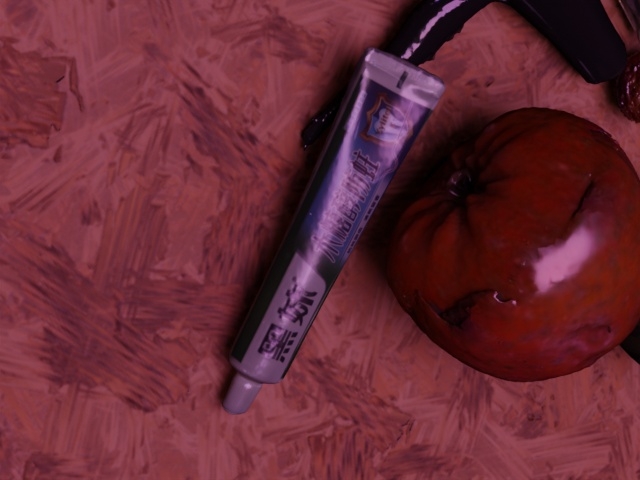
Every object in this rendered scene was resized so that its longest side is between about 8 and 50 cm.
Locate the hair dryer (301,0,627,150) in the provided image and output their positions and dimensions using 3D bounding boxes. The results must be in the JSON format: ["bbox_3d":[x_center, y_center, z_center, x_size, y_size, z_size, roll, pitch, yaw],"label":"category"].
[{"bbox_3d":[0.130,-0.194,1.798,0.359,0.120,0.304,-40,130,0],"label":"hair dryer"}]

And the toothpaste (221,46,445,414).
[{"bbox_3d":[0.000,0.000,1.760,0.098,0.061,0.392,23,99,-28],"label":"toothpaste"}]

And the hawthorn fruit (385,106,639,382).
[{"bbox_3d":[0.221,0.026,1.788,0.276,0.276,0.307,-49,131,-7],"label":"hawthorn fruit"}]

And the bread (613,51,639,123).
[{"bbox_3d":[0.351,-0.163,1.894,0.085,0.053,0.085,1,96,7],"label":"bread"}]

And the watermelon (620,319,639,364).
[{"bbox_3d":[0.404,0.052,1.900,0.212,0.212,0.212,-6,104,-24],"label":"watermelon"}]

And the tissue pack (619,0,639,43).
[{"bbox_3d":[0.401,-0.330,1.871,0.222,0.090,0.186,-32,110,-15],"label":"tissue pack"}]
